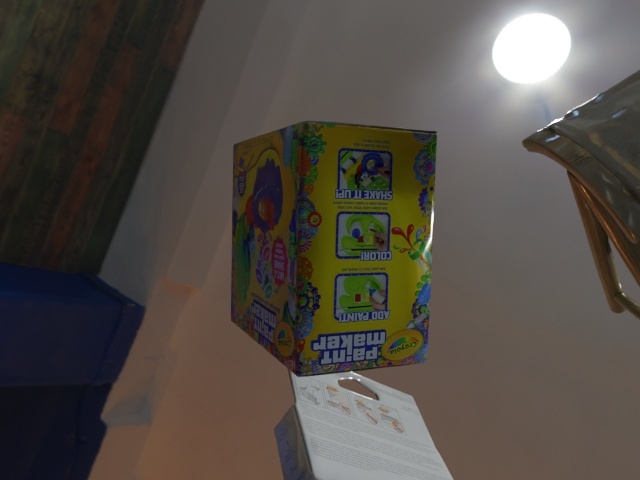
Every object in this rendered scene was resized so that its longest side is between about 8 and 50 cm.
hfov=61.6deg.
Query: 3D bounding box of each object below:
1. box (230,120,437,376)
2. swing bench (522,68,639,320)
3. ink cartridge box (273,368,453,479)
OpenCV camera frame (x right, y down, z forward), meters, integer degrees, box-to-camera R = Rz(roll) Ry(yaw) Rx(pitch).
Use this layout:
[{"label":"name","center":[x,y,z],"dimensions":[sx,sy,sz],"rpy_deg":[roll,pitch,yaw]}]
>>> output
[{"label":"box","center":[0.000,0.000,0.730],"dimensions":[0.290,0.177,0.279],"rpy_deg":[-171,-99,-66]},{"label":"swing bench","center":[0.379,-0.054,0.499],"dimensions":[0.253,0.254,0.165],"rpy_deg":[-33,-160,7]},{"label":"ink cartridge box","center":[0.067,0.316,0.840],"dimensions":[0.066,0.296,0.261],"rpy_deg":[-55,-154,17]}]
